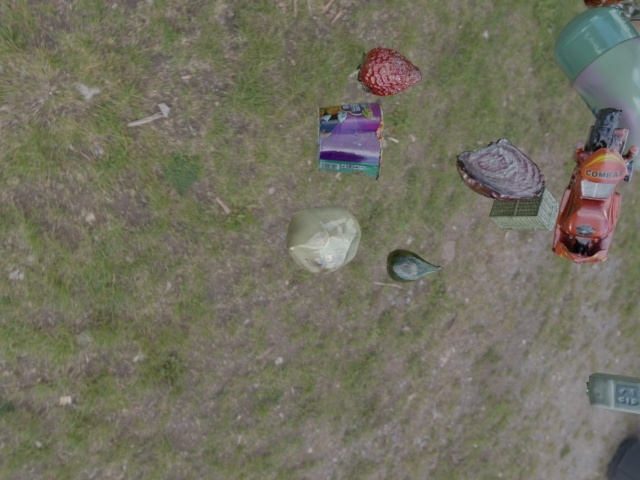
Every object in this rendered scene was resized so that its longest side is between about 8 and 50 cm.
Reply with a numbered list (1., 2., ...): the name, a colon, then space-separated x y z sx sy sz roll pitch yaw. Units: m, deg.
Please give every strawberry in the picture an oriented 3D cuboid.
1. strawberry: 0.167 -0.420 1.167 0.131 0.148 0.131 35 50 -57

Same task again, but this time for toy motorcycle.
1. toy motorcycle: 0.452 -0.065 0.785 0.171 0.089 0.298 -52 144 -33

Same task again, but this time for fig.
1. fig: 0.301 0.090 1.534 0.178 0.117 0.117 13 102 12

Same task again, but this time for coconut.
1. coconut: 0.000 0.000 1.339 0.224 0.224 0.224 -9 110 -27

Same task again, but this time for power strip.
1. power strip: 0.741 0.351 1.054 0.052 0.272 0.078 7 83 -49

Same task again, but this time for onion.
1. onion: 0.640 -0.221 1.717 0.315 0.280 0.146 -15 149 -27

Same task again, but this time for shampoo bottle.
1. shampoo bottle: 0.619 -0.322 0.969 0.222 0.151 0.349 -7 65 -46

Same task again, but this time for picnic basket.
1. picnic basket: 0.791 -0.112 1.826 0.154 0.196 0.134 35 68 -36

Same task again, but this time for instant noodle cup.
1. instant noodle cup: 0.086 -0.315 1.480 0.190 0.251 0.251 0 107 -2

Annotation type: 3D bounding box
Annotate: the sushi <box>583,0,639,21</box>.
1. sushi: 0.760 -0.548 1.032 0.130 0.332 0.124 41 69 -51
